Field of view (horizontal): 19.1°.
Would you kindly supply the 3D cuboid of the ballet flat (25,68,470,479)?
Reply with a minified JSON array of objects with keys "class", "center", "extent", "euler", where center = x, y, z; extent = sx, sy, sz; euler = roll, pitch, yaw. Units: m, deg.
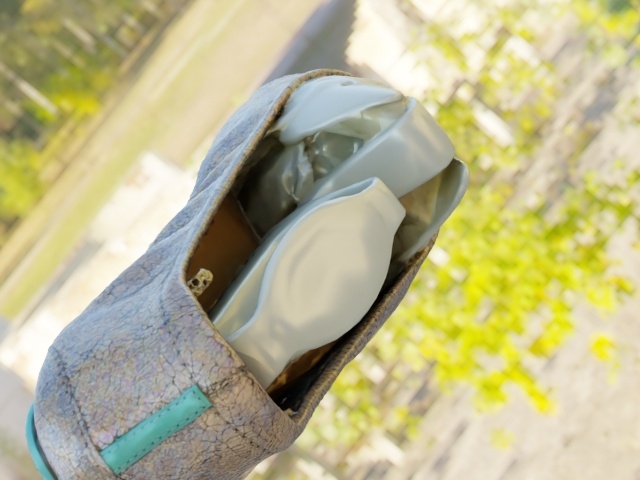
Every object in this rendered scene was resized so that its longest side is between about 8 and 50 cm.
[{"class":"ballet flat","center":[0.000,0.000,0.729],"extent":[0.106,0.107,0.316],"euler":[-37,13,33]}]
